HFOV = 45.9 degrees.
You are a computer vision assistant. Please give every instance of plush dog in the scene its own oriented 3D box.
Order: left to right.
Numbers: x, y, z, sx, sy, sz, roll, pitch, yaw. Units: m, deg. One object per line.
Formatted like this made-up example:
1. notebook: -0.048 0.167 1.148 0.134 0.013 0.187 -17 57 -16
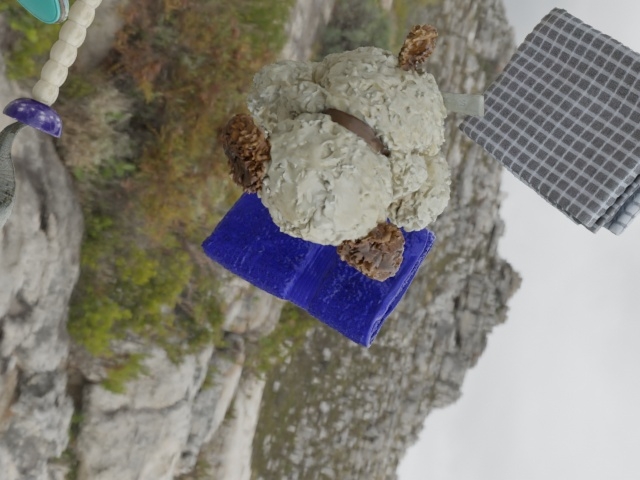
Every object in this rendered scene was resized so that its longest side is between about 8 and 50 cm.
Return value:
1. plush dog: 0.029 -0.089 0.764 0.225 0.262 0.210 -58 -173 -32

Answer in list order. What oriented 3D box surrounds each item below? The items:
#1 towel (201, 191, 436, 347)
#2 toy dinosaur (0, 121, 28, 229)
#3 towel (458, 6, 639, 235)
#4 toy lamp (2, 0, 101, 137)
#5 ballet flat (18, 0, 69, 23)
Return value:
1. towel: 0.000 0.000 1.170 0.227 0.308 0.076 -55 164 -29
2. toy dinosaur: -0.478 -0.041 0.967 0.313 0.160 0.121 -41 -161 -18
3. towel: 0.365 -0.170 1.064 0.235 0.283 0.121 -52 144 11
4. toy lamp: -0.283 -0.259 0.885 0.080 0.080 0.274 22 91 -86
5. ballet flat: -0.302 -0.300 0.728 0.188 0.070 0.070 52 33 -26
